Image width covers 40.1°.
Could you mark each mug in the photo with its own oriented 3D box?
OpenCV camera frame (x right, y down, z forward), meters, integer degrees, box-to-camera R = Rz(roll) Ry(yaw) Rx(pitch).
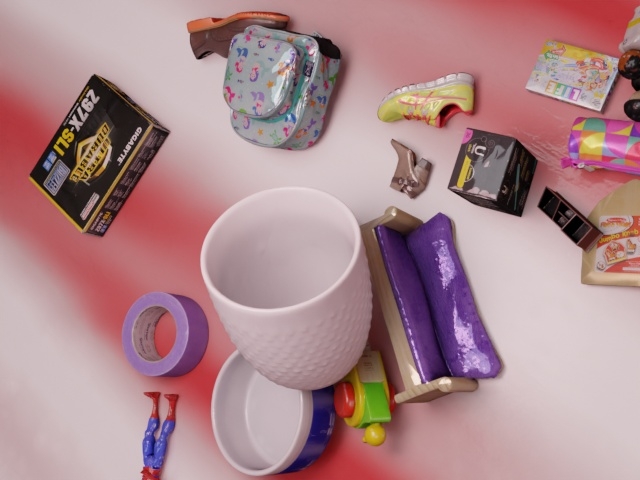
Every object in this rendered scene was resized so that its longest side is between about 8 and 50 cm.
[{"bbox_3d":[-0.032,0.075,1.599,0.276,0.328,0.374,1,50,14],"label":"mug"}]

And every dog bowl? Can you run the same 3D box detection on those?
[{"bbox_3d":[-0.098,0.338,1.774,0.265,0.104,0.265,-10,74,40],"label":"dog bowl"}]

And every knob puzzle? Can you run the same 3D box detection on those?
[{"bbox_3d":[0.557,-0.012,1.557,0.213,0.030,0.213,-13,69,36],"label":"knob puzzle"}]

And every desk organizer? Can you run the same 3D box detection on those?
[{"bbox_3d":[0.448,-0.041,1.599,0.047,0.050,0.130,-51,52,15],"label":"desk organizer"}]

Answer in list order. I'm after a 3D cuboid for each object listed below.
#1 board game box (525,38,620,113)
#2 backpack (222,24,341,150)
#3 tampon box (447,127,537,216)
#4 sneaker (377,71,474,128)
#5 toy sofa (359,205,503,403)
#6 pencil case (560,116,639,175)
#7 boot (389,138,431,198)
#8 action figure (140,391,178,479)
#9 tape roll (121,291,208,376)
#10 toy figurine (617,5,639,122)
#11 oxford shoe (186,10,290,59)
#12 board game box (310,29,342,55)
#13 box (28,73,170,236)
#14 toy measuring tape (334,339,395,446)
[{"bbox_3d":[0.480,-0.311,1.659,0.154,0.026,0.103,24,93,29],"label":"board game box"},{"bbox_3d":[-0.092,-0.321,1.875,0.225,0.191,0.254,21,107,33],"label":"backpack"},{"bbox_3d":[0.322,-0.125,1.633,0.101,0.161,0.120,17,88,30],"label":"tampon box"},{"bbox_3d":[0.213,-0.266,1.765,0.208,0.081,0.094,-15,76,25],"label":"sneaker"},{"bbox_3d":[0.196,0.117,1.664,0.177,0.150,0.363,-24,70,24],"label":"toy sofa"},{"bbox_3d":[0.554,-0.158,1.550,0.236,0.104,0.104,8,85,29],"label":"pencil case"},{"bbox_3d":[0.168,-0.144,1.789,0.118,0.042,0.087,38,102,29],"label":"boot"},{"bbox_3d":[-0.391,0.478,1.926,0.091,0.139,0.280,0,83,30],"label":"action figure"},{"bbox_3d":[-0.352,0.213,1.981,0.189,0.080,0.189,-6,77,27],"label":"tape roll"},{"bbox_3d":[0.611,-0.290,1.480,0.213,0.209,0.148,13,76,31],"label":"toy figurine"},{"bbox_3d":[-0.185,-0.473,2.024,0.271,0.097,0.098,0,101,33],"label":"oxford shoe"},{"bbox_3d":[-0.011,-0.404,1.944,0.090,0.020,0.090,-48,63,13],"label":"board game box"},{"bbox_3d":[-0.552,-0.212,2.170,0.257,0.079,0.322,41,101,30],"label":"box"},{"bbox_3d":[0.074,0.259,1.743,0.121,0.121,0.330,-28,52,21],"label":"toy measuring tape"}]
